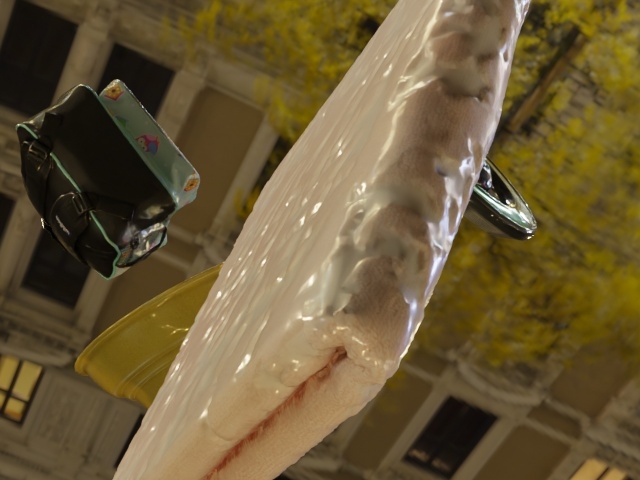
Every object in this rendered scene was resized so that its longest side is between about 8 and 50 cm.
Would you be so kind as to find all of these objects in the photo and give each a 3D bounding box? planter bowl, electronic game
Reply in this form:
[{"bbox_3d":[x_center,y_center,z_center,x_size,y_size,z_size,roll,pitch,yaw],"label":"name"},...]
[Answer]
[{"bbox_3d":[-0.075,0.091,0.872,0.217,0.217,0.090,-15,-107,-48],"label":"planter bowl"},{"bbox_3d":[0.150,-0.087,1.207,0.229,0.048,0.229,40,-161,-17],"label":"electronic game"}]

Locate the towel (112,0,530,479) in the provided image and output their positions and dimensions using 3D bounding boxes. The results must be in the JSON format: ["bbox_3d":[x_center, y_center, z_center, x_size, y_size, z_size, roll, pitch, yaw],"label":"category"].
[{"bbox_3d":[0.000,0.000,0.583,0.053,0.317,0.331,31,-132,-9],"label":"towel"}]

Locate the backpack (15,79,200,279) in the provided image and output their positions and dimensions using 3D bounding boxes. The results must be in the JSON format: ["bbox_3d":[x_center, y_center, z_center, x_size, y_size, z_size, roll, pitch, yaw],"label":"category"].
[{"bbox_3d":[-0.211,-0.054,1.092,0.144,0.188,0.166,-39,-96,-28],"label":"backpack"}]
